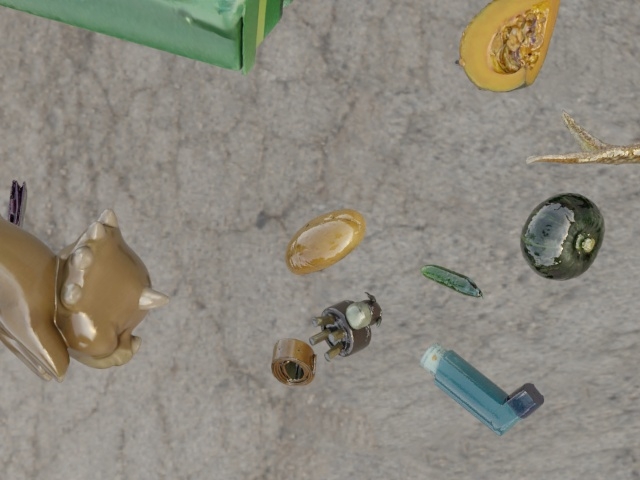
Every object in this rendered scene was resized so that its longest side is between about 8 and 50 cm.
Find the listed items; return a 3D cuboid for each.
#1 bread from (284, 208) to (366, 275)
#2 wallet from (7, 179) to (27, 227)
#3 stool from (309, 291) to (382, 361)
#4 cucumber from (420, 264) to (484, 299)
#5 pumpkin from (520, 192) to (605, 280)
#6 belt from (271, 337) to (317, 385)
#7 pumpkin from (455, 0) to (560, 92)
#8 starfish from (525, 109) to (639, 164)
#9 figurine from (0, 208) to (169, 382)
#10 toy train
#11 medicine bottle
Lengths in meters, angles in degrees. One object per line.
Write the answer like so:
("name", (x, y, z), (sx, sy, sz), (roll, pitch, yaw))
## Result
("bread", (0.000, 0.000, 1.403), (0.189, 0.077, 0.114), (-25, 38, 38))
("wallet", (-0.583, -0.048, 1.509), (0.166, 0.030, 0.111), (159, 118, -69))
("stool", (0.060, 0.199, 1.832), (0.217, 0.121, 0.125), (-43, 69, 51))
("cucumber", (0.256, 0.078, 1.508), (0.155, 0.037, 0.037), (25, 103, 43))
("pumpkin", (0.442, -0.005, 1.443), (0.167, 0.167, 0.125), (-57, 48, 23))
("belt", (-0.033, 0.158, 1.029), (0.059, 0.083, 0.036), (1, 55, 8))
("pumpkin", (0.386, -0.432, 1.617), (0.163, 0.111, 0.279), (17, 95, 31))
("starfish", (0.611, -0.210, 1.457), (0.398, 0.383, 0.132), (-3, 88, 50))
("figurine", (-0.285, 0.028, 0.840), (0.247, 0.173, 0.177), (39, 154, 7))
("toy train", (-0.151, -0.265, 0.703), (0.300, 0.202, 0.120), (17, 130, 9))
("medicine bottle", (0.335, 0.305, 1.672), (0.258, 0.079, 0.124), (35, 110, 25))
